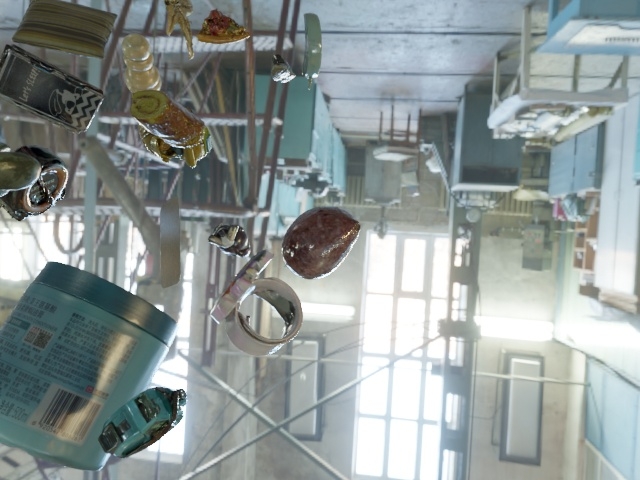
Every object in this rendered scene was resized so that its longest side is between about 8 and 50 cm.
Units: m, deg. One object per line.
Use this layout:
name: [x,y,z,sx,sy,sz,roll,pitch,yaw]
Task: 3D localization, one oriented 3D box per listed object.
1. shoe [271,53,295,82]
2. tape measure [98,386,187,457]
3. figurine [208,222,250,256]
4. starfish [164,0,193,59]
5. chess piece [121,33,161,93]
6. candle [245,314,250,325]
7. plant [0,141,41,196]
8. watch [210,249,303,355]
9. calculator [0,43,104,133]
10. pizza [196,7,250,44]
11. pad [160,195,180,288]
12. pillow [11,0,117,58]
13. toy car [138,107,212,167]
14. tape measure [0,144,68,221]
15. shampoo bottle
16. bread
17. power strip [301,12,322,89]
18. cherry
shoe: [-0.161,-0.689,2.037,0.071,0.099,0.169,-24,179,17]
tape measure: [-0.290,0.302,0.860,0.146,0.081,0.125,-40,164,6]
figurine: [-0.374,0.002,2.224,0.145,0.145,0.222,3,172,13]
starfish: [-0.401,-0.666,1.480,0.050,0.247,0.138,-7,165,15]
chess piece: [-0.715,-0.707,2.041,0.143,0.142,0.261,3,156,-11]
candle: [-0.273,0.307,1.922,0.021,0.026,0.167,-27,-167,-2]
plant: [-0.497,-0.096,0.634,0.146,0.149,0.274,13,-175,12]
watch: [-0.152,0.176,1.419,0.231,0.244,0.196,37,141,-4]
calculator: [-0.789,-0.429,1.490,0.274,0.165,0.028,25,-155,-33]
pizza: [-0.386,-0.812,1.932,0.201,0.193,0.053,-20,154,-21]
pad: [-0.457,0.007,1.561,0.002,0.266,0.176,3,168,-35]
pillow: [-0.646,-0.546,1.317,0.208,0.212,0.052,8,140,-17]
toy car: [-0.489,-0.332,1.687,0.248,0.142,0.200,17,145,10]
tape measure: [-0.848,-0.174,1.508,0.135,0.223,0.202,35,-140,6]
shampoo bottle: [-0.537,0.272,1.119,0.331,0.342,0.331,20,156,9]
bread: [-0.401,-0.317,1.359,0.132,0.103,0.172,8,168,25]
power strip: [-0.029,-0.571,1.572,0.044,0.216,0.137,-4,-139,-11]
cherry: [0.000,0.000,1.623,0.300,0.203,0.230,-31,-171,31]
